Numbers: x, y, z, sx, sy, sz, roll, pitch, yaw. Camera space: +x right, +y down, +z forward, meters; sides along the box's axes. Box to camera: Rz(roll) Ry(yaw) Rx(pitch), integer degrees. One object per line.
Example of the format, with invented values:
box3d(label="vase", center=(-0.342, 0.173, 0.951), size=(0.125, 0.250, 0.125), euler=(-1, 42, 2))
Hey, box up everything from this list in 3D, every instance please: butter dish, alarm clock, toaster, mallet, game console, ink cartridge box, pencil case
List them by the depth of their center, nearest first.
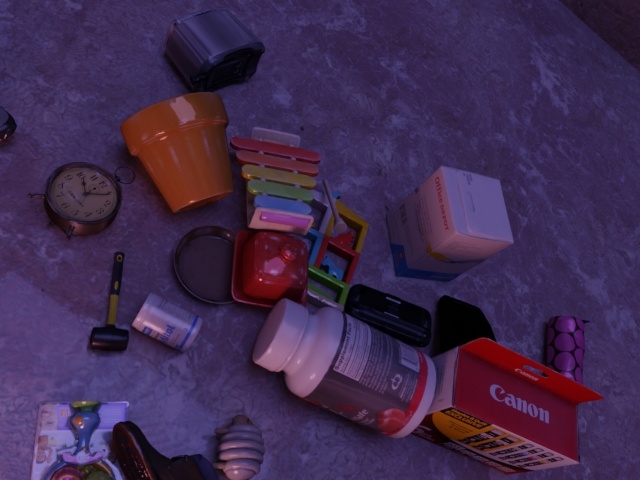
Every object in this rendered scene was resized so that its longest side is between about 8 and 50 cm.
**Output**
box3d(label="mallet", center=(-0.356, 0.107, 1.027), size=(0.062, 0.039, 0.190), euler=(17, 54, -20))
box3d(label="alarm clock", center=(-0.423, -0.085, 1.072), size=(0.129, 0.064, 0.192), euler=(48, 54, 2))
box3d(label="butter dish", center=(-0.080, 0.042, 1.125), size=(0.160, 0.118, 0.160), euler=(13, 60, -22))
box3d(label="ink cartridge box", center=(0.348, 0.338, 1.147), size=(0.309, 0.272, 0.130), euler=(26, 54, -14))
box3d(label="game console", center=(0.228, 0.183, 1.284), size=(0.361, 0.044, 0.213), euler=(22, 36, -6))
box3d(label="toaster", center=(-0.251, -0.432, 1.321), size=(0.227, 0.129, 0.146), euler=(-34, 80, -36))
box3d(label="ink cartridge box", center=(0.292, -0.030, 1.339), size=(0.168, 0.232, 0.171), euler=(8, 61, -26))
box3d(label="pencil case", center=(0.618, 0.291, 1.444), size=(0.098, 0.095, 0.209), euler=(38, 53, -26))

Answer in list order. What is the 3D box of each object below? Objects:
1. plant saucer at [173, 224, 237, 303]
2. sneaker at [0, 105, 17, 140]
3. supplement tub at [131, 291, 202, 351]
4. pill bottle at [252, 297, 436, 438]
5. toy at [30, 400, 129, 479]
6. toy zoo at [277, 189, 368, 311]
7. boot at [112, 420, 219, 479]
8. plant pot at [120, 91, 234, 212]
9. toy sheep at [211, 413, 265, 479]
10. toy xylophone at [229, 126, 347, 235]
box3d(label="plant saucer", center=(-0.209, 0.049, 1.143), size=(0.168, 0.029, 0.168), euler=(13, 60, -24))
box3d(label="sneaker", center=(-0.667, -0.260, 1.004), size=(0.271, 0.108, 0.100), euler=(30, 52, -14))
box3d(label="supplement tub", center=(-0.271, 0.146, 1.029), size=(0.107, 0.071, 0.071), euler=(29, 54, -12))
box3d(label="pill bottle", center=(0.042, 0.233, 1.091), size=(0.318, 0.176, 0.176), euler=(28, 54, -14))
box3d(label="toy", center=(-0.362, 0.359, 0.871), size=(0.137, 0.056, 0.237), euler=(7, 61, -25))
box3d(label="toy zoo", center=(0.000, 0.000, 1.286), size=(0.192, 0.030, 0.293), euler=(29, 54, -12))
box3d(label="boot", center=(-0.241, 0.358, 0.918), size=(0.106, 0.082, 0.219), euler=(-36, 106, -48))
box3d(label="plant pot", center=(-0.260, -0.163, 1.138), size=(0.205, 0.205, 0.188), euler=(-22, 92, -36))
box3d(label="toy sheep", center=(-0.137, 0.360, 0.980), size=(0.091, 0.091, 0.132), euler=(14, 53, -22))
box3d(label="toy xylophone", center=(-0.065, -0.118, 1.224), size=(0.236, 0.081, 0.323), euler=(3, 41, -22))
